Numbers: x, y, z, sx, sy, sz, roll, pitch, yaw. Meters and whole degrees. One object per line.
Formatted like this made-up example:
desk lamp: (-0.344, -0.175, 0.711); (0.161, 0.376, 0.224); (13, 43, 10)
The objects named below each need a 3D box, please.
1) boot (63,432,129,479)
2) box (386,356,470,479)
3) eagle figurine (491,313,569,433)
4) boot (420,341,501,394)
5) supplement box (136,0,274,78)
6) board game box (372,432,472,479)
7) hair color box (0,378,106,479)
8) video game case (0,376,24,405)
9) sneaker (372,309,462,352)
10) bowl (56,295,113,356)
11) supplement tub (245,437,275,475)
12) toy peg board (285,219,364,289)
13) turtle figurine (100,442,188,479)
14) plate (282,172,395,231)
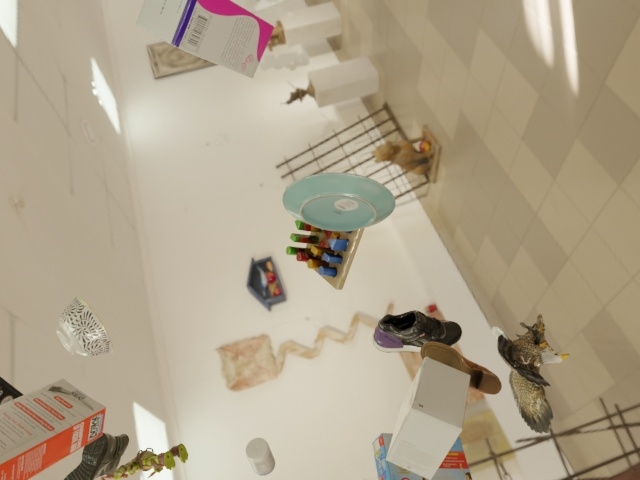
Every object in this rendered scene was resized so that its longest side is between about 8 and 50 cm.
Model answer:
boot: (-0.671, 0.699, 1.491); (0.161, 0.083, 0.246); (70, -138, -60)
box: (0.199, 0.329, 0.922); (0.130, 0.091, 0.170); (-56, -17, -51)
eagle figurine: (0.593, 0.355, 1.420); (0.226, 0.298, 0.225); (34, 141, 8)
boot: (0.322, 0.303, 1.170); (0.197, 0.073, 0.152); (30, 176, 13)
supplement box: (-0.204, -0.395, 0.917); (0.114, 0.111, 0.220); (35, -163, 25)
board game box: (0.344, 0.790, 1.604); (0.302, 0.308, 0.086); (-98, 25, -44)
hair color box: (-0.372, 0.246, 0.628); (0.167, 0.093, 0.053); (-19, -53, -61)
video game case: (-0.753, 0.468, 1.099); (0.248, 0.035, 0.274); (64, -142, -35)
sneaker: (0.304, 0.267, 1.488); (0.124, 0.283, 0.107); (100, 162, -44)
bowl: (-0.603, 0.231, 1.243); (0.170, 0.080, 0.170); (27, 134, 32)
supplement tub: (-0.177, 0.644, 1.479); (0.071, 0.071, 0.107); (-116, 12, -51)
toy peg board: (0.000, 0.000, 1.084); (0.161, 0.079, 0.161); (38, 115, 51)
turtle figurine: (-0.533, 0.699, 1.575); (0.269, 0.217, 0.087); (37, -145, -60)
plate: (0.029, -0.052, 0.823); (0.188, 0.188, 0.024); (89, -174, -65)
